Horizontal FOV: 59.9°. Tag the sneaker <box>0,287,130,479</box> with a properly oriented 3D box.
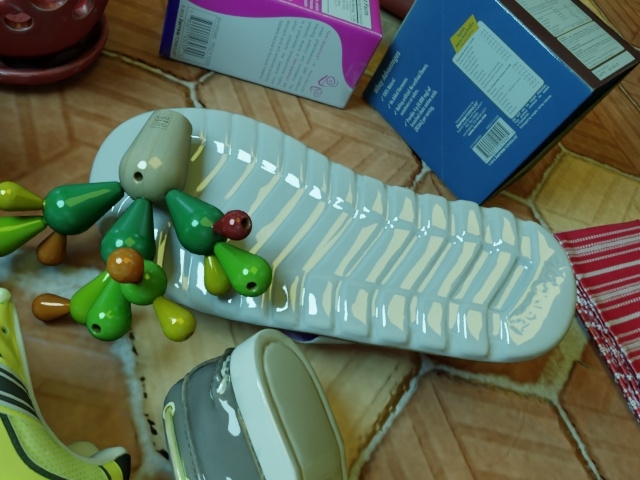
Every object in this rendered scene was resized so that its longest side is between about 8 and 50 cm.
[{"bbox_3d":[-0.248,0.053,0.268,0.385,0.145,0.147,62,35,-21],"label":"sneaker"}]

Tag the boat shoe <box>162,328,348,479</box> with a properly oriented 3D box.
[{"bbox_3d":[-0.015,0.221,0.335,0.116,0.096,0.325,25,40,-63],"label":"boat shoe"}]

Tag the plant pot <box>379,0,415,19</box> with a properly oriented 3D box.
[{"bbox_3d":[0.075,-0.461,0.741,0.243,0.275,0.275,21,51,4],"label":"plant pot"}]

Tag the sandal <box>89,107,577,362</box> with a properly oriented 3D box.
[{"bbox_3d":[-0.006,0.013,0.475,0.415,0.102,0.170,20,70,9],"label":"sandal"}]

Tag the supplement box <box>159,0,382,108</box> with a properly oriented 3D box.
[{"bbox_3d":[-0.053,-0.249,0.621,0.219,0.111,0.114,14,53,-17],"label":"supplement box"}]

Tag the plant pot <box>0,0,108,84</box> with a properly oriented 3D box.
[{"bbox_3d":[-0.274,-0.246,0.478,0.190,0.174,0.191,12,54,-18],"label":"plant pot"}]

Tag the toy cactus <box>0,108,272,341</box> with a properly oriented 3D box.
[{"bbox_3d":[-0.139,-0.020,0.397,0.218,0.112,0.181,2,62,16],"label":"toy cactus"}]

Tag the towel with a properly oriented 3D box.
[{"bbox_3d":[0.387,0.098,0.642,0.198,0.031,0.275,-6,61,-29],"label":"towel"}]

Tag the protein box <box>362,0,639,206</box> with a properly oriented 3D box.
[{"bbox_3d":[0.192,-0.184,0.631,0.135,0.200,0.201,-30,74,-36],"label":"protein box"}]
